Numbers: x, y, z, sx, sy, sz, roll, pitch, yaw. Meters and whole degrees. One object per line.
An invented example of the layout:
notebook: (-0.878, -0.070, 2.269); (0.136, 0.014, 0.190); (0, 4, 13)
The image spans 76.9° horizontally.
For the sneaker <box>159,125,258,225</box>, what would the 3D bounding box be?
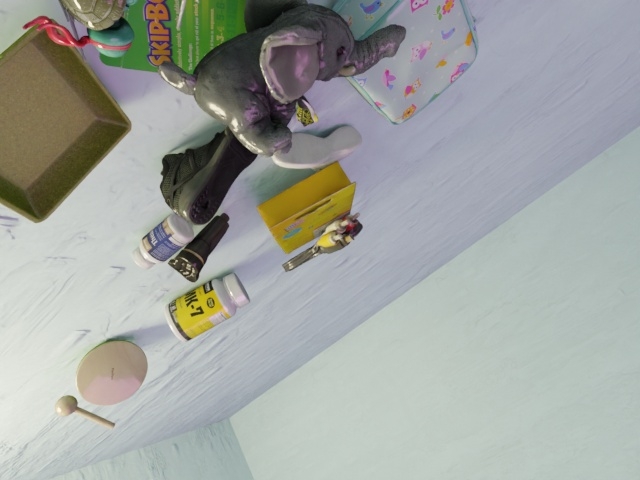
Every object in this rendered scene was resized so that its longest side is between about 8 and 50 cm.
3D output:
sneaker: (-0.193, -0.145, 0.695); (0.227, 0.130, 0.087); (-58, 153, -9)

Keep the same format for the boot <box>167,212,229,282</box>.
boot: (-0.271, 0.018, 0.925); (0.198, 0.077, 0.136); (-18, -145, 58)

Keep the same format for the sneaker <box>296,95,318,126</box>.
sneaker: (-0.030, -0.238, 0.752); (0.035, 0.031, 0.083); (-34, 156, 7)

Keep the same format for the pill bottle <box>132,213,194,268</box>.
pill bottle: (-0.326, 0.005, 0.829); (0.120, 0.067, 0.067); (-37, 156, 11)

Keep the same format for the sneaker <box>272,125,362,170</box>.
sneaker: (-0.012, -0.176, 0.851); (0.213, 0.080, 0.094); (-18, 164, -30)

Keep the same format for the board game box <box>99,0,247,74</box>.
board game box: (-0.149, -0.277, 0.534); (0.260, 0.039, 0.124); (-13, 149, -41)

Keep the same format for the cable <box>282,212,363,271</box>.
cable: (0.000, 0.000, 1.059); (0.287, 0.072, 0.139); (-22, -163, 46)

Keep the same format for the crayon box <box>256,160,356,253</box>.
crayon box: (-0.027, -0.069, 0.935); (0.203, 0.081, 0.318); (-29, 171, -5)

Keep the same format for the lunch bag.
lunch bag: (0.146, -0.335, 0.682); (0.224, 0.107, 0.279); (-43, 154, 18)

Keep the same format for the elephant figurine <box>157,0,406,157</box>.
elephant figurine: (-0.039, -0.241, 0.521); (0.239, 0.169, 0.186); (-43, 178, 25)

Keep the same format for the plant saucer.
plant saucer: (-0.343, -0.136, 0.481); (0.188, 0.045, 0.188); (-55, 167, -16)

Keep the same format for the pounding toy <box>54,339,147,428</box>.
pounding toy: (-0.619, 0.388, 1.156); (0.183, 0.110, 0.236); (37, 72, -34)

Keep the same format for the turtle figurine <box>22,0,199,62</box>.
turtle figurine: (-0.191, -0.260, 0.359); (0.176, 0.118, 0.234); (5, 132, -8)

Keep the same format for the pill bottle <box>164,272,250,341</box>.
pill bottle: (-0.311, 0.181, 1.124); (0.209, 0.119, 0.119); (-29, 156, -7)
